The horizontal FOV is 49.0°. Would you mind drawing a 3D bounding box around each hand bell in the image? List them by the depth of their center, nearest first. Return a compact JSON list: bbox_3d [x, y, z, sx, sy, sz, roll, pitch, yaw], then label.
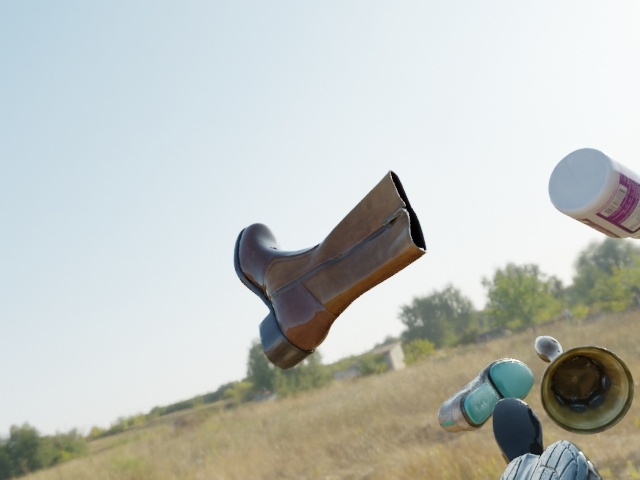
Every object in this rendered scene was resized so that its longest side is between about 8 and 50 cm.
[{"bbox_3d":[0.368,0.190,1.070,0.126,0.126,0.242,-18,6,5],"label":"hand bell"}]

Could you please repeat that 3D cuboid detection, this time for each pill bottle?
[{"bbox_3d":[0.704,-0.101,1.696,0.302,0.169,0.169,19,-32,-36],"label":"pill bottle"}]

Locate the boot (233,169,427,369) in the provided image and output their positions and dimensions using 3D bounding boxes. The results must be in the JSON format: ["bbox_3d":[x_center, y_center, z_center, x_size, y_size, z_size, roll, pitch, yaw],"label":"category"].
[{"bbox_3d":[0.000,0.000,0.981,0.096,0.264,0.280,27,-60,-32],"label":"boot"}]

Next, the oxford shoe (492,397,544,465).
[{"bbox_3d":[0.313,0.336,1.080,0.076,0.212,0.076,-10,-54,4],"label":"oxford shoe"}]

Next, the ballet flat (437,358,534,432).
[{"bbox_3d":[0.358,0.341,1.551,0.316,0.107,0.106,-9,-22,-47],"label":"ballet flat"}]

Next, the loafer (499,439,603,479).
[{"bbox_3d":[0.271,0.287,0.787,0.096,0.084,0.267,-58,-8,-16],"label":"loafer"}]
